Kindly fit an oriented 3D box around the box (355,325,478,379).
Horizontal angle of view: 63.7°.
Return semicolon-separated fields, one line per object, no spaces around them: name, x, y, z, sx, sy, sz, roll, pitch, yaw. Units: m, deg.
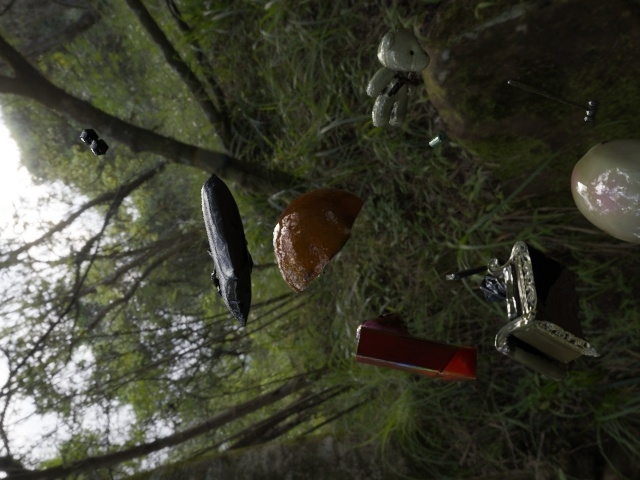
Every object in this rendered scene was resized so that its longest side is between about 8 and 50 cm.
box;0.256;0.319;1.425;0.197;0.313;0.089;79;-159;-71

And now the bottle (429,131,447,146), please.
bottle;0.349;-0.298;1.531;0.030;0.030;0.083;63;172;-1

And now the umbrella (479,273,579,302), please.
umbrella;0.607;0.151;1.506;0.118;0.118;0.340;63;163;-12

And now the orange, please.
orange;0.000;-0.003;1.336;0.274;0.274;0.310;65;-166;-53

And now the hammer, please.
hammer;0.633;-0.387;1.399;0.029;0.292;0.058;-161;83;-74

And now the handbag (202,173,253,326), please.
handbag;-0.185;0.025;1.046;0.211;0.088;0.254;96;159;-54

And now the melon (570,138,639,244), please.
melon;0.717;-0.116;1.183;0.317;0.223;0.223;-104;-11;-63

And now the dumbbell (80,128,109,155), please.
dumbbell;-0.536;-0.234;1.224;0.083;0.040;0.036;40;-168;33

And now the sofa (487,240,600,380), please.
sofa;0.466;0.161;1.154;0.200;0.182;0.258;28;-134;-19

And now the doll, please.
doll;0.233;-0.467;1.513;0.175;0.149;0.278;-46;-32;-57

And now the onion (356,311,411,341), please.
onion;0.254;0.351;1.960;0.229;0.163;0.230;19;173;3

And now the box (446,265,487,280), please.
box;0.511;0.116;1.800;0.125;0.126;0.027;77;178;-84
